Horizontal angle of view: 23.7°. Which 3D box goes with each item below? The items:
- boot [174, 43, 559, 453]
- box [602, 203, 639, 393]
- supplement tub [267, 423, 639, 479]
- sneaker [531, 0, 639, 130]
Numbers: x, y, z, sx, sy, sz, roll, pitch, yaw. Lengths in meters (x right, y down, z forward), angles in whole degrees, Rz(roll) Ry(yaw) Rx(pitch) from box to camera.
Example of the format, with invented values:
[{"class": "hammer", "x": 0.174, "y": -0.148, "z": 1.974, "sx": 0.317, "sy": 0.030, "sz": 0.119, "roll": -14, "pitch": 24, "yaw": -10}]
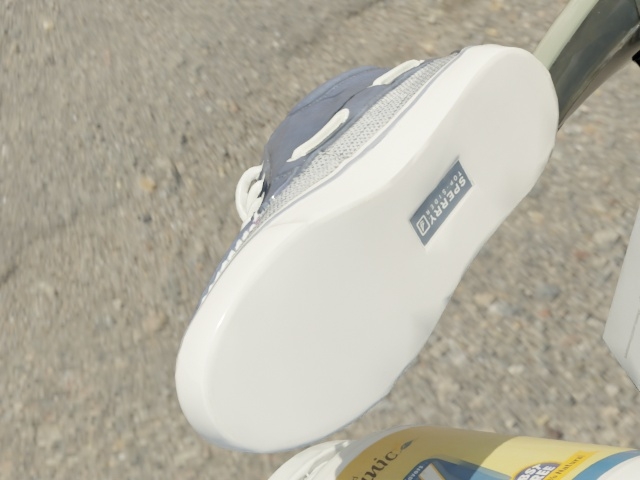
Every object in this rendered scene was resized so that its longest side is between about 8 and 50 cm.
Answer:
[{"class": "boot", "x": 0.000, "y": 0.000, "z": 0.515, "sx": 0.190, "sy": 0.086, "sz": 0.069, "roll": -43, "pitch": 119, "yaw": -36}, {"class": "box", "x": 0.180, "y": -0.035, "z": 0.492, "sx": 0.145, "sy": 0.038, "sz": 0.186, "roll": -7, "pitch": 131, "yaw": -18}, {"class": "supplement tub", "x": 0.070, "y": 0.149, "z": 0.606, "sx": 0.144, "sy": 0.199, "sz": 0.144, "roll": 1, "pitch": 88, "yaw": -40}, {"class": "sneaker", "x": 0.190, "y": -0.106, "z": 0.766, "sx": 0.118, "sy": 0.083, "sz": 0.222, "roll": 40, "pitch": 94, "yaw": 3}]
